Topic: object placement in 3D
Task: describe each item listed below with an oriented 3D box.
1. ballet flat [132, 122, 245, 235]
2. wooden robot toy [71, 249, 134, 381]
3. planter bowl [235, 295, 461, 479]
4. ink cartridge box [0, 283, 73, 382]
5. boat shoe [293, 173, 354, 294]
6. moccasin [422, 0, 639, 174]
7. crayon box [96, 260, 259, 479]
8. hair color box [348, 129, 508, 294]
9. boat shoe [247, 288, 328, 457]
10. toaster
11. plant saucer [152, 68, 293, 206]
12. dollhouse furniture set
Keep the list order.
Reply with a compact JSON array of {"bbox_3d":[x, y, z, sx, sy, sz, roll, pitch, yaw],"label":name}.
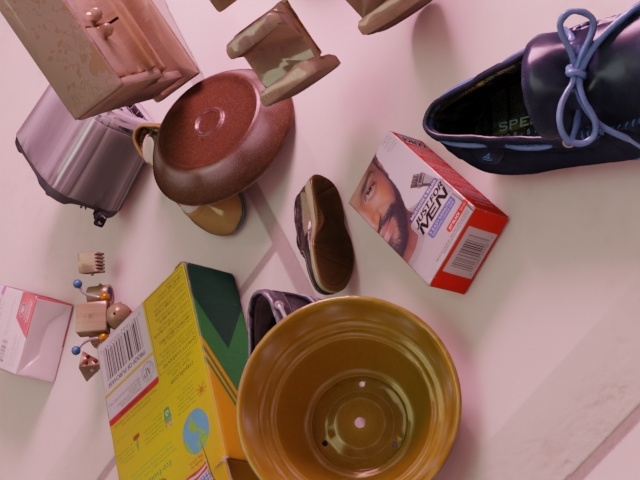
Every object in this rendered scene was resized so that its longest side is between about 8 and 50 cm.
[{"bbox_3d":[-0.173,-0.078,1.747,0.232,0.073,0.080,46,115,48],"label":"ballet flat"},{"bbox_3d":[-0.276,0.097,1.838,0.079,0.076,0.173,-7,67,12],"label":"wooden robot toy"},{"bbox_3d":[0.032,0.169,1.364,0.217,0.090,0.217,-3,70,9],"label":"planter bowl"},{"bbox_3d":[-0.441,0.126,2.006,0.198,0.067,0.115,11,86,50],"label":"ink cartridge box"},{"bbox_3d":[0.000,0.000,1.529,0.049,0.056,0.152,-42,38,40],"label":"boat shoe"},{"bbox_3d":[0.219,-0.119,1.219,0.342,0.117,0.138,-27,60,53],"label":"moccasin"},{"bbox_3d":[-0.156,0.212,1.616,0.202,0.081,0.318,-42,47,34],"label":"crayon box"},{"bbox_3d":[0.105,-0.030,1.407,0.093,0.053,0.167,-62,39,16],"label":"hair color box"},{"bbox_3d":[-0.032,0.192,1.455,0.108,0.102,0.301,-25,58,43],"label":"boat shoe"},{"bbox_3d":[-0.314,-0.135,1.896,0.146,0.129,0.227,-58,39,15],"label":"toaster"},{"bbox_3d":[-0.127,-0.134,1.679,0.198,0.036,0.198,-18,51,23],"label":"plant saucer"},{"bbox_3d":[-0.118,-0.316,1.548,0.394,0.256,0.362,-34,92,18],"label":"dollhouse furniture set"}]
